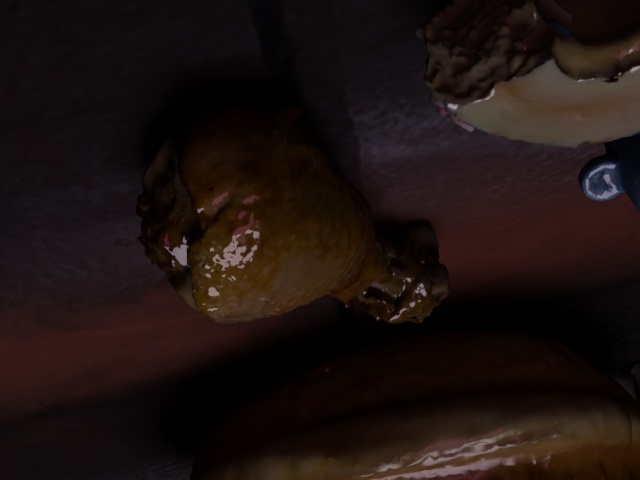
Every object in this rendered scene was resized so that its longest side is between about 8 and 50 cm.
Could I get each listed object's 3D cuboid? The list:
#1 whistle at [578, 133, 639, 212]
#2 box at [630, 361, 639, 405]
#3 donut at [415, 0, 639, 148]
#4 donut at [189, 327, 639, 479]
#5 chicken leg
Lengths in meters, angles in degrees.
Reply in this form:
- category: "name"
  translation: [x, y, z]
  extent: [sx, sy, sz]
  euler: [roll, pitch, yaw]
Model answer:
- category: "whistle"
  translation: [0.255, -0.070, 0.516]
  extent: [0.269, 0.093, 0.180]
  euler: [-18, 126, 9]
- category: "box"
  translation: [0.420, 0.129, 0.963]
  extent: [0.269, 0.079, 0.135]
  euler: [-19, 151, 14]
- category: "donut"
  translation: [0.131, -0.097, 0.444]
  extent: [0.166, 0.065, 0.108]
  euler: [-32, 147, 31]
- category: "donut"
  translation: [0.084, 0.222, 0.882]
  extent: [0.449, 0.198, 0.449]
  euler: [-7, 153, -3]
- category: "chicken leg"
  translation: [0.000, 0.003, 0.565]
  extent: [0.107, 0.087, 0.251]
  euler: [-34, 151, 22]
